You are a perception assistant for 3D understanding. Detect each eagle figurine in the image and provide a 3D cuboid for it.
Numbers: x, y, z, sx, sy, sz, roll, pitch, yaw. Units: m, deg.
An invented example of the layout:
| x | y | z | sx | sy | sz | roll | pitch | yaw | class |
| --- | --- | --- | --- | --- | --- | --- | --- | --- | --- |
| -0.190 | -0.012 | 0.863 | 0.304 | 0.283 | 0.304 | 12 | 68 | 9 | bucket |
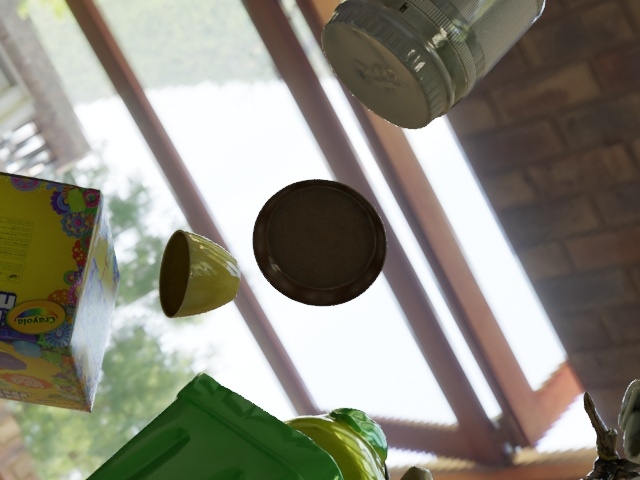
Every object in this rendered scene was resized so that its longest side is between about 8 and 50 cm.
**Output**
| x | y | z | sx | sy | sz | roll | pitch | yaw | class |
| --- | --- | --- | --- | --- | --- | --- | --- | --- | --- |
| 0.367 | 0.424 | 2.166 | 0.298 | 0.226 | 0.225 | -36 | 163 | -26 | eagle figurine |

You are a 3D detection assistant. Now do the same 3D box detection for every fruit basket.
| x | y | z | sx | sy | sz | roll | pitch | yaw | class |
| --- | --- | --- | --- | --- | --- | --- | --- | --- | --- |
| -0.028 | 0.305 | 1.390 | 0.392 | 0.392 | 0.283 | -36 | -145 | -23 | fruit basket |

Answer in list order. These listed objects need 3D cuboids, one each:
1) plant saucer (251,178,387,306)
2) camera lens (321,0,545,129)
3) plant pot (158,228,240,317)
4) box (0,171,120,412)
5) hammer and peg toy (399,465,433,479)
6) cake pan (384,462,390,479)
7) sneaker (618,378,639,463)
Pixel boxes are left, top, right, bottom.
| x | y | z | sx | sy | sz | roll | pitch | yaw | class |
| --- | --- | --- | --- | --- | --- | --- | --- | --- | --- |
| 0.000 | 0.000 | 1.740 | 0.168 | 0.168 | 0.029 | -24 | -165 | 16 | plant saucer |
| 0.163 | -0.317 | 1.959 | 0.274 | 0.219 | 0.219 | -47 | -159 | -18 | camera lens |
| -0.177 | 0.055 | 2.124 | 0.095 | 0.134 | 0.134 | 7 | 180 | -25 | plant pot |
| -0.383 | 0.051 | 1.522 | 0.289 | 0.177 | 0.279 | 9 | 160 | 0 | box |
| 0.057 | 0.473 | 1.626 | 0.361 | 0.127 | 0.266 | -57 | -151 | 27 | hammer and peg toy |
| -0.032 | 0.398 | 2.093 | 0.293 | 0.054 | 0.293 | -23 | -135 | 25 | cake pan |
| 0.438 | 0.232 | 1.712 | 0.169 | 0.293 | 0.108 | -26 | -132 | -10 | sneaker |
